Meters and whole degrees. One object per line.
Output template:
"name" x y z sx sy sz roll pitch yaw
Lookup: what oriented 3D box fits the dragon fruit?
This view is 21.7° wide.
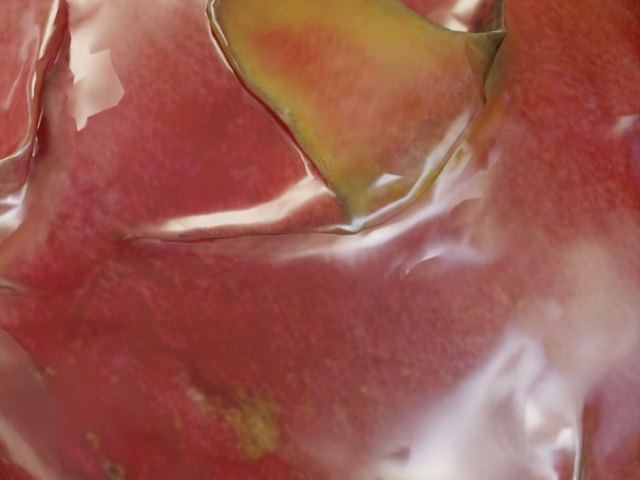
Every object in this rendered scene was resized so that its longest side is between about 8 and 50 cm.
"dragon fruit" 0.002 0.003 0.464 0.250 0.315 0.250 -11 37 9
